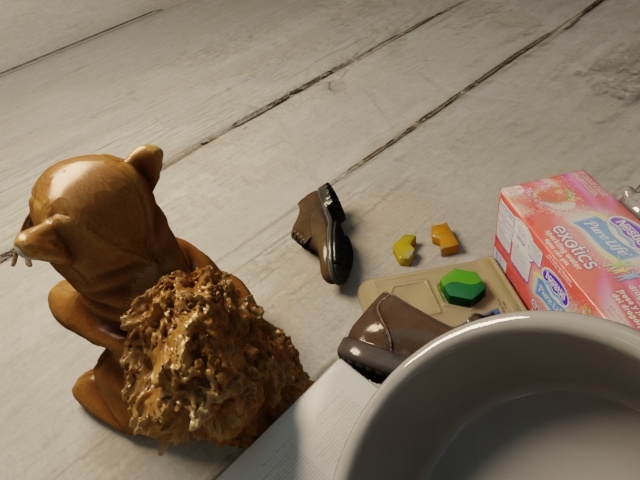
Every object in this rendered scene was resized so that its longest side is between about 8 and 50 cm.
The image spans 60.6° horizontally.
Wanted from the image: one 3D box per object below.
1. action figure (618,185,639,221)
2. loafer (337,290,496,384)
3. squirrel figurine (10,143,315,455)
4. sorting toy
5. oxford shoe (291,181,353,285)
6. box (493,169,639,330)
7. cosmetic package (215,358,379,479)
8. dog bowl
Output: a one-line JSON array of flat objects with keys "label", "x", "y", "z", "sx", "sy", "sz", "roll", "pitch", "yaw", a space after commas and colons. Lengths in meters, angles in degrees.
[{"label": "action figure", "x": 0.591, "y": -0.029, "z": 0.791, "sx": 0.329, "sy": 0.179, "sz": 0.341, "roll": 9, "pitch": 45, "yaw": 8}, {"label": "loafer", "x": 0.204, "y": 0.144, "z": 0.654, "sx": 0.365, "sy": 0.134, "sz": 0.130, "roll": 16, "pitch": 71, "yaw": 16}, {"label": "squirrel figurine", "x": -0.188, "y": 0.074, "z": 0.677, "sx": 0.396, "sy": 0.371, "sz": 0.281, "roll": 26, "pitch": 53, "yaw": 35}, {"label": "sorting toy", "x": 0.177, "y": 0.081, "z": 0.845, "sx": 0.228, "sy": 0.041, "sz": 0.307, "roll": -13, "pitch": 41, "yaw": -3}, {"label": "oxford shoe", "x": 0.000, "y": 0.000, "z": 0.961, "sx": 0.096, "sy": 0.083, "sz": 0.227, "roll": -25, "pitch": 39, "yaw": 13}, {"label": "box", "x": 0.370, "y": 0.053, "z": 0.752, "sx": 0.142, "sy": 0.154, "sz": 0.300, "roll": -14, "pitch": 40, "yaw": -4}, {"label": "cosmetic package", "x": -0.004, "y": 0.336, "z": 0.525, "sx": 0.377, "sy": 0.098, "sz": 0.284, "roll": -40, "pitch": 45, "yaw": -22}, {"label": "dog bowl", "x": 0.148, "y": 0.205, "z": 0.366, "sx": 0.348, "sy": 0.102, "sz": 0.349, "roll": -25, "pitch": 46, "yaw": 29}]
